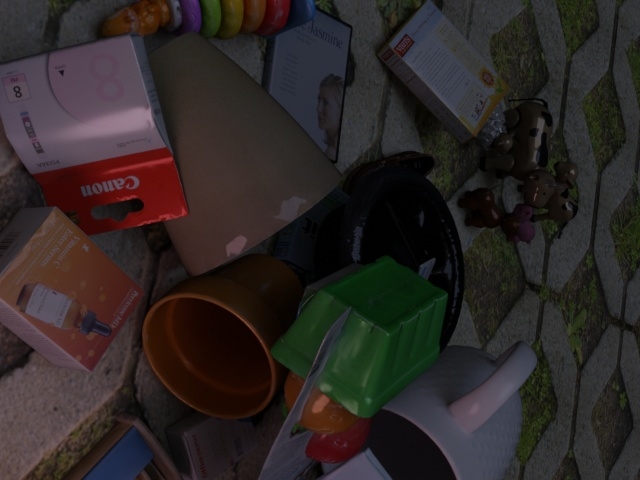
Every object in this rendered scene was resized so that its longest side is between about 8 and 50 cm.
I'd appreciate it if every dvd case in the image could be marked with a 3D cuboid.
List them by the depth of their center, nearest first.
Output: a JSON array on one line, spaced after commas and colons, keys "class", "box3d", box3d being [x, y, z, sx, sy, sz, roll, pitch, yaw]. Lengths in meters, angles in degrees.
[{"class": "dvd case", "box3d": [-0.022, -0.270, 1.435, 0.180, 0.022, 0.253, 14, 79, -45]}]

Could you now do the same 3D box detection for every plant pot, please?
[{"class": "plant pot", "box3d": [-0.148, -0.135, 1.167, 0.256, 0.256, 0.274, -41, 104, -39]}, {"class": "plant pot", "box3d": [-0.117, 0.116, 1.222, 0.188, 0.205, 0.205, -51, 125, -53]}]

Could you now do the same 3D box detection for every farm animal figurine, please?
[{"class": "farm animal figurine", "box3d": [0.450, -0.147, 1.818, 0.330, 0.172, 0.327, -10, 97, -46]}]

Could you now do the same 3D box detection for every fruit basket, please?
[{"class": "fruit basket", "box3d": [0.017, 0.198, 1.156, 0.327, 0.165, 0.353, -24, 147, -56]}]

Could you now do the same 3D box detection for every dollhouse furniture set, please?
[{"class": "dollhouse furniture set", "box3d": [-0.175, 0.387, 1.064, 0.198, 0.303, 0.286, -46, 121, -35]}]

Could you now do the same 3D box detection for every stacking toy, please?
[{"class": "stacking toy", "box3d": [-0.175, -0.341, 1.208, 0.301, 0.175, 0.166, -27, 104, -28]}]

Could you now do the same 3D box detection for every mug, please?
[{"class": "mug", "box3d": [0.226, 0.301, 1.451, 0.276, 0.374, 0.328, 48, 40, 11]}]

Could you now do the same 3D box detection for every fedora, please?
[{"class": "fedora", "box3d": [0.096, 0.047, 1.399, 0.334, 0.152, 0.334, 1, 89, -46]}]

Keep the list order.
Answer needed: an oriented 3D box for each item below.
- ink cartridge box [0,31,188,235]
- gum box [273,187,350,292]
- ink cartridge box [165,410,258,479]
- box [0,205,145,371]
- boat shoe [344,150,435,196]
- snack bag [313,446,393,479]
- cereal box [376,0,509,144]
[{"class": "ink cartridge box", "box3d": [-0.281, -0.120, 1.048, 0.066, 0.189, 0.232, -55, 134, -76]}, {"class": "gum box", "box3d": [0.000, 0.000, 1.441, 0.157, 0.041, 0.184, 30, 68, -43]}, {"class": "ink cartridge box", "box3d": [-0.160, 0.292, 1.263, 0.122, 0.052, 0.089, -26, 108, -45]}, {"class": "box", "box3d": [-0.329, 0.061, 1.060, 0.170, 0.091, 0.130, 49, 56, -34]}, {"class": "boat shoe", "box3d": [0.129, -0.118, 1.557, 0.207, 0.073, 0.073, -32, 113, -40]}, {"class": "snack bag", "box3d": [0.005, 0.499, 1.294, 0.342, 0.037, 0.323, -33, 117, 5]}, {"class": "cereal box", "box3d": [0.238, -0.323, 1.632, 0.240, 0.047, 0.173, 45, 55, -9]}]
